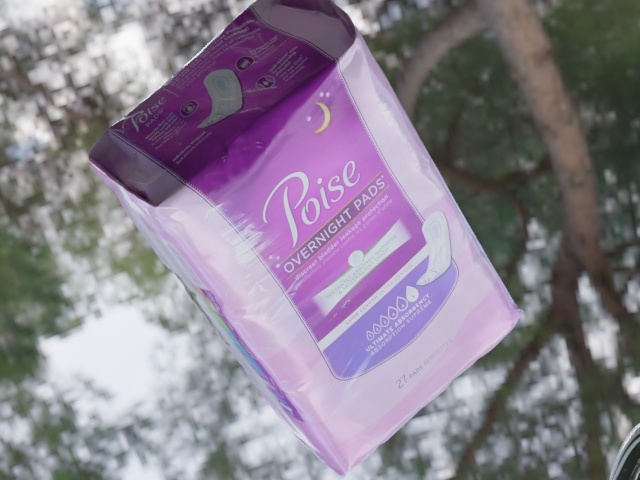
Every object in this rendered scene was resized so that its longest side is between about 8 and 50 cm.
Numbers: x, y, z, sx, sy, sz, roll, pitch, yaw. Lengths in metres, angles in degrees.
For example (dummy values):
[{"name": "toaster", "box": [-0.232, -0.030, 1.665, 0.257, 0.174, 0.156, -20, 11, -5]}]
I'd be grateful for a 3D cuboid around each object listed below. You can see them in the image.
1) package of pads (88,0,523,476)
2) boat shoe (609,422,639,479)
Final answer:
[{"name": "package of pads", "box": [0.000, 0.000, 0.337, 0.050, 0.083, 0.032, -43, -140, -12]}, {"name": "boat shoe", "box": [0.225, 0.231, 1.230, 0.077, 0.219, 0.070, 5, -172, 16]}]
